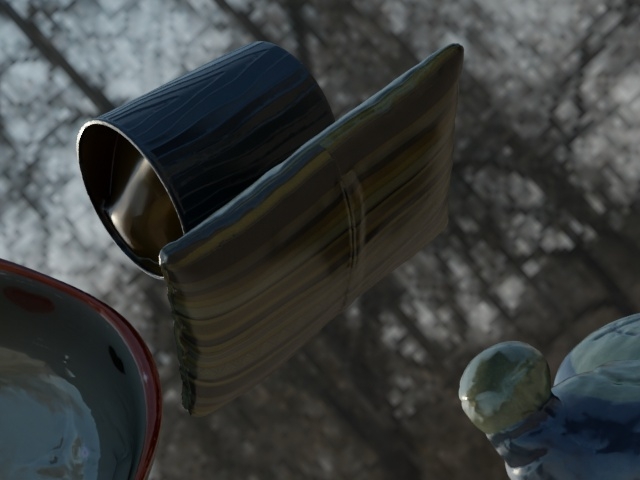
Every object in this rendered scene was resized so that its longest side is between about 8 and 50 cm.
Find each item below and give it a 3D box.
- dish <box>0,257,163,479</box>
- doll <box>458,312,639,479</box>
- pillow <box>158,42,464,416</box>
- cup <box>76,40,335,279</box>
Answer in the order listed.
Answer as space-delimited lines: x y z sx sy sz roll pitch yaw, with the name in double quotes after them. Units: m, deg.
-0.227 0.141 1.253 0.256 0.256 0.117 -39 -14 -15 "dish"
0.220 0.111 1.199 0.228 0.154 0.258 1 17 31 "doll"
0.000 0.000 1.080 0.208 0.052 0.212 -36 -23 -16 "pillow"
-0.060 -0.043 1.243 0.138 0.150 0.113 -32 -11 -29 "cup"
